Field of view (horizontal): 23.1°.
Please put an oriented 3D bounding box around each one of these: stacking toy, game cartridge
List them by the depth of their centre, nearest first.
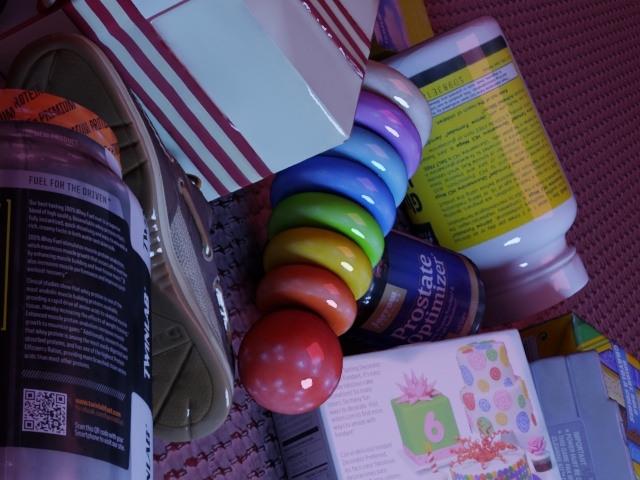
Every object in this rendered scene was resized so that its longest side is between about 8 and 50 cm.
[{"bbox_3d":[0.000,0.000,1.379,0.141,0.141,0.330,46,47,-37],"label":"stacking toy"},{"bbox_3d":[0.215,0.299,1.579,0.068,0.230,0.355,88,-7,-68],"label":"game cartridge"}]

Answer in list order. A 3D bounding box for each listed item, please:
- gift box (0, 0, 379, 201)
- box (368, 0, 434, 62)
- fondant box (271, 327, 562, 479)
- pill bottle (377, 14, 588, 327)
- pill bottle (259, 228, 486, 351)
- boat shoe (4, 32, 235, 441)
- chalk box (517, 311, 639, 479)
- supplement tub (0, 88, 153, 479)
[{"bbox_3d":[-0.100,-0.214,1.338,0.258,0.276,0.255,49,28,-29],"label":"gift box"},{"bbox_3d":[0.084,-0.270,1.942,0.178,0.042,0.109,4,67,-60],"label":"box"},{"bbox_3d":[0.109,0.262,1.445,0.238,0.096,0.330,-7,76,-31],"label":"fondant box"},{"bbox_3d":[0.182,-0.077,1.824,0.333,0.188,0.188,66,28,-5],"label":"pill bottle"},{"bbox_3d":[0.051,0.044,1.555,0.219,0.123,0.122,19,54,-39],"label":"pill bottle"},{"bbox_3d":[-0.149,-0.010,1.273,0.342,0.123,0.123,66,19,-12],"label":"boat shoe"},{"bbox_3d":[0.296,0.233,1.816,0.289,0.180,0.179,33,43,-46],"label":"chalk box"},{"bbox_3d":[-0.206,0.071,1.021,0.193,0.194,0.316,34,44,-47],"label":"supplement tub"}]
